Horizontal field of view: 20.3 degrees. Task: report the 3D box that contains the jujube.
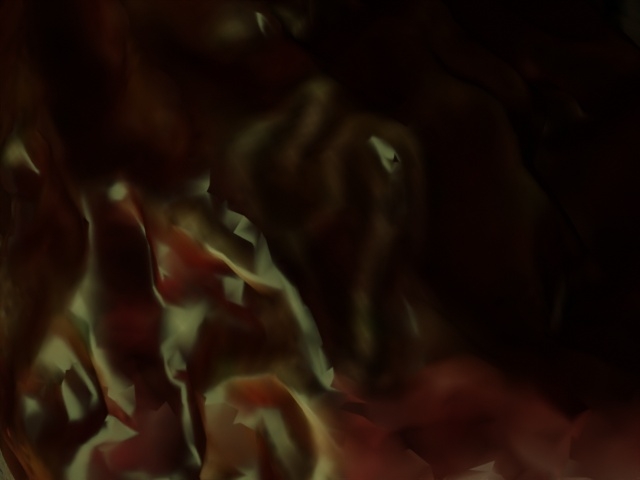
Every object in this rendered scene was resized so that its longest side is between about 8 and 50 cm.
[{"bbox_3d":[0.000,0.002,0.646,0.276,0.276,0.377,93,162,-46],"label":"jujube"}]
